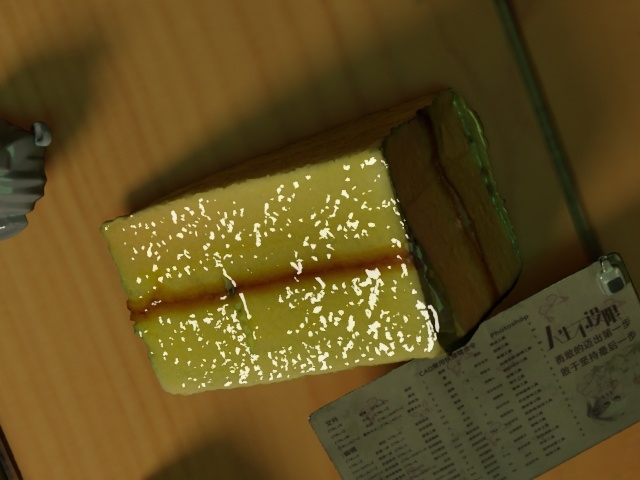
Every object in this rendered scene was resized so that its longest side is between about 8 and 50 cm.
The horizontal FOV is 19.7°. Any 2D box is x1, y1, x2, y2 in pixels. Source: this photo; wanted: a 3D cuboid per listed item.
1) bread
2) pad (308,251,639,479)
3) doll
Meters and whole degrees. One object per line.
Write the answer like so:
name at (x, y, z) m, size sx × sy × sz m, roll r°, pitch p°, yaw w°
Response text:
bread at (-0.004, 0.001, 1.383) m, size 0.264 × 0.163 × 0.167 m, roll -11°, pitch 105°, yaw 29°
pad at (0.137, 0.129, 1.402) m, size 0.265 × 0.009 × 0.159 m, roll -28°, pitch 122°, yaw 1°
doll at (-0.261, -0.030, 1.343) m, size 0.180 × 0.079 × 0.094 m, roll -39°, pitch 76°, yaw 15°
